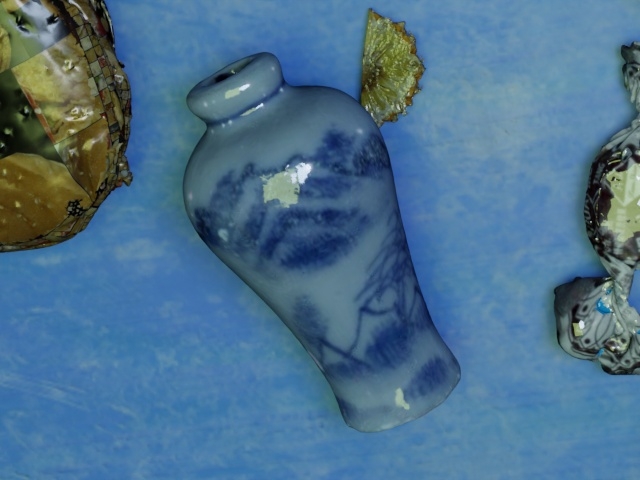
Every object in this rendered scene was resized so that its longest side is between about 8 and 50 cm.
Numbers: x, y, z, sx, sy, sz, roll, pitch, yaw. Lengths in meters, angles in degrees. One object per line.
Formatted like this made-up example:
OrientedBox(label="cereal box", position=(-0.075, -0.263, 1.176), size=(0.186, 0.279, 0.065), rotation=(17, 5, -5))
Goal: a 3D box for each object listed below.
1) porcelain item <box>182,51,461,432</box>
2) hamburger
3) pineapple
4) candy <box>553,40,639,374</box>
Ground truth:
OrientedBox(label="porcelain item", position=(0.000, 0.000, 1.152), size=(0.141, 0.141, 0.259), rotation=(-23, 108, 18))
OrientedBox(label="hamburger", position=(-0.238, -0.096, 1.197), size=(0.231, 0.107, 0.231), rotation=(2, 109, 6))
OrientedBox(label="pineapple", position=(0.048, -0.112, 1.166), size=(0.045, 0.019, 0.083), rotation=(10, 104, 14))
OrientedBox(label="candy", position=(0.209, -0.017, 1.139), size=(0.094, 0.051, 0.226), rotation=(7, 108, 1))
